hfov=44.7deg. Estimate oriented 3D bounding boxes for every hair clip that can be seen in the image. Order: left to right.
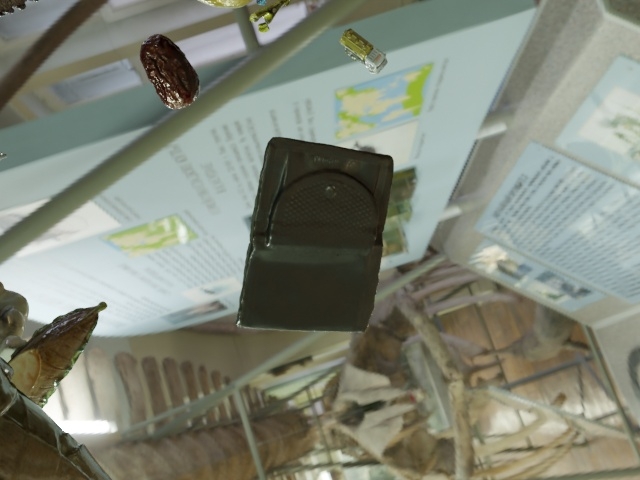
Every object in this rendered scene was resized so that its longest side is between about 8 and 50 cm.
[{"bbox_3d":[-0.069,-0.486,1.548,0.046,0.173,0.072,47,167,-18],"label":"hair clip"}]

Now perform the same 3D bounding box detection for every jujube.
[{"bbox_3d":[-0.254,-0.285,1.309,0.129,0.077,0.077,62,-177,-26],"label":"jujube"}]

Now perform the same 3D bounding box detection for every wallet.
[{"bbox_3d":[0.000,0.000,1.295,0.041,0.247,0.322,-140,59,-63],"label":"wallet"}]

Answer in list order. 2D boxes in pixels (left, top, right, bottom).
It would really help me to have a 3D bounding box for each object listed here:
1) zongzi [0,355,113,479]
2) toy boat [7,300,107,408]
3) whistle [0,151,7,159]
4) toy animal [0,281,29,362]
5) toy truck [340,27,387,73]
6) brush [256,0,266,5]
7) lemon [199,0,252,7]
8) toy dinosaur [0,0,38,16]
[{"bbox_3d":[-0.501,0.369,0.919,0.467,0.218,0.500,50,-133,-20],"label":"zongzi"},{"bbox_3d":[-0.496,0.219,1.385,0.108,0.293,0.099,44,-170,9],"label":"toy boat"},{"bbox_3d":[-0.792,-0.193,1.869,0.033,0.083,0.029,32,-139,-59],"label":"whistle"},{"bbox_3d":[-0.755,0.195,1.680,0.196,0.241,0.367,24,-155,-32],"label":"toy animal"},{"bbox_3d":[0.105,-0.467,1.913,0.123,0.052,0.063,40,177,12],"label":"toy truck"},{"bbox_3d":[-0.075,-0.355,0.970,0.051,0.014,0.164,130,141,-51],"label":"brush"},{"bbox_3d":[-0.157,-0.470,1.254,0.244,0.187,0.186,-110,2,-65],"label":"lemon"},{"bbox_3d":[-0.340,-0.222,0.740,0.082,0.209,0.039,26,138,56],"label":"toy dinosaur"}]
